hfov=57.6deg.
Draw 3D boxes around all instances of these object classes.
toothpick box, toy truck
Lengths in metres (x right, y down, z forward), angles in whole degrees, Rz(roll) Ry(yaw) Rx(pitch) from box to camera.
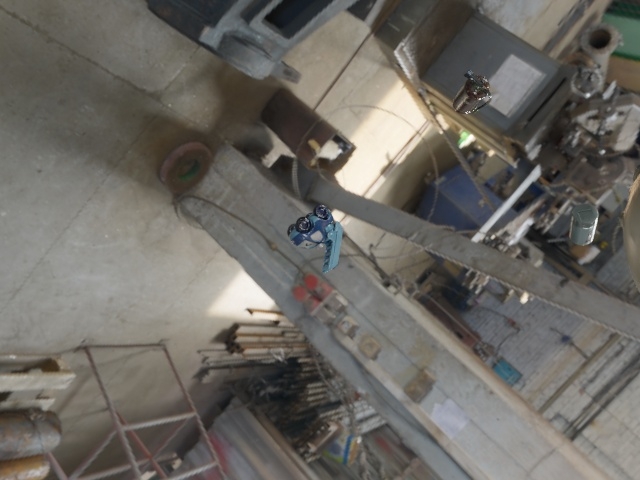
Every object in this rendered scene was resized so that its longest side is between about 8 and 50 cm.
[{"bbox_3d":[0.564,-0.034,1.250,0.052,0.052,0.083,-41,143,-14],"label":"toothpick box"},{"bbox_3d":[0.000,0.000,0.856,0.073,0.090,0.056,-34,178,-24],"label":"toy truck"}]

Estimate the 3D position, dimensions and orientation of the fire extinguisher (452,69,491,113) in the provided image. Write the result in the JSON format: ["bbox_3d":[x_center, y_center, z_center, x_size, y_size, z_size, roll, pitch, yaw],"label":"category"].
[{"bbox_3d":[0.266,-0.256,1.021,0.043,0.064,0.158,-50,178,3],"label":"fire extinguisher"}]

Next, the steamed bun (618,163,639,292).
[{"bbox_3d":[0.428,0.015,0.461,0.309,0.309,0.309,-38,157,-20],"label":"steamed bun"}]
